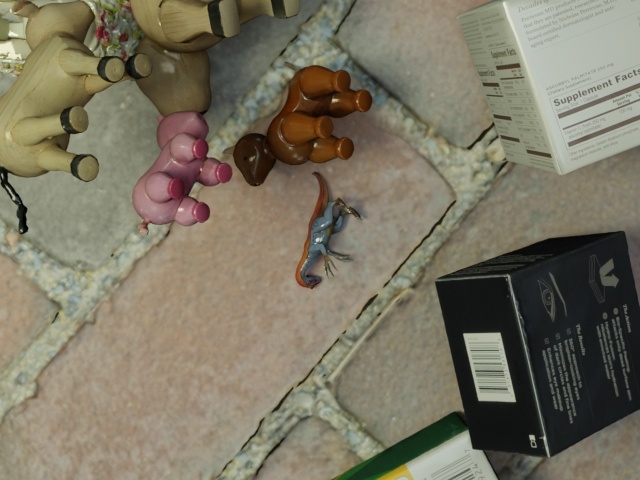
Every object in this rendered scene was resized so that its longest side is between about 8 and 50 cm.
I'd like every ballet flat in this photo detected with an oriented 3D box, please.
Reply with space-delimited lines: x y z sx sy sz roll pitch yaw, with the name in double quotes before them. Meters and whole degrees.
"ballet flat" -0.267 -0.178 1.090 0.241 0.077 0.091 -2 96 -4

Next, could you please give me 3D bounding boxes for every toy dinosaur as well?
"toy dinosaur" 0.000 0.000 1.151 0.082 0.047 0.090 -44 63 9

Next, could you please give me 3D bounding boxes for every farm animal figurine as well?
"farm animal figurine" -0.125 -0.172 1.027 0.330 0.172 0.326 -2 96 -47

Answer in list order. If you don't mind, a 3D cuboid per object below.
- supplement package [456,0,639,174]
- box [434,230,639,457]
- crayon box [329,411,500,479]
"supplement package" 0.272 -0.172 1.060 0.262 0.204 0.145 -21 98 -2
"box" 0.197 0.086 1.099 0.158 0.093 0.156 -17 97 -38
"crayon box" 0.036 0.323 1.148 0.323 0.083 0.203 -28 96 -2
